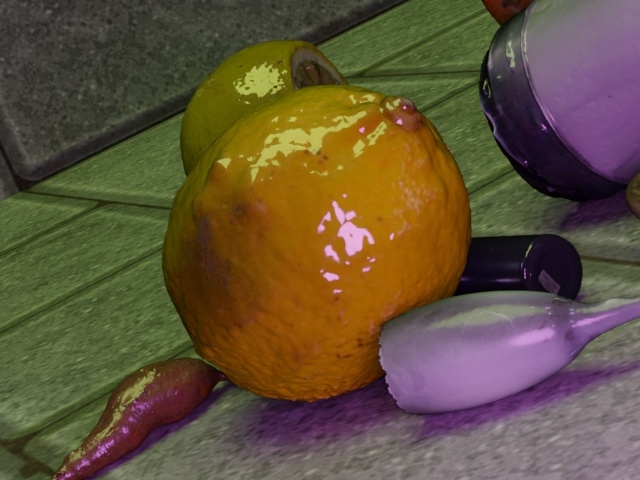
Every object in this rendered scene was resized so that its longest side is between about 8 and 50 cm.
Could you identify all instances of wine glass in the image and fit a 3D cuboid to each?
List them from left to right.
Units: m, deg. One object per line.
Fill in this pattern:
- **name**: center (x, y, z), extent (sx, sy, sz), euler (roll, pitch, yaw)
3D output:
- **wine glass**: center (0.234, 0.061, 1.464), extent (0.310, 0.096, 0.264), euler (-17, -4, 24)

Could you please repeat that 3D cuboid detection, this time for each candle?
- **candle**: center (0.334, -0.189, 1.752), extent (0.342, 0.221, 0.221), euler (-30, 6, 39)

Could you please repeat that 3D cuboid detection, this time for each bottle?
- **bottle**: center (0.137, 0.031, 1.654), extent (0.244, 0.072, 0.082), euler (-4, 40, 53)

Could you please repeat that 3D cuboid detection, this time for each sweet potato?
- **sweet potato**: center (-0.178, 0.162, 1.683), extent (0.226, 0.068, 0.068), euler (-33, 17, -32)

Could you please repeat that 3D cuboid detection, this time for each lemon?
- **lemon**: center (-0.068, -0.118, 2.205), extent (0.219, 0.240, 0.240), euler (-28, 11, 25)
- **lemon**: center (0.000, 0.000, 1.559), extent (0.268, 0.268, 0.322), euler (-35, -11, -41)

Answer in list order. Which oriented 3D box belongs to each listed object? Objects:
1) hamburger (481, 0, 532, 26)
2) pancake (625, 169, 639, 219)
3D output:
- **hamburger**: center (0.373, -0.288, 1.992), extent (0.446, 0.287, 0.268), euler (7, 46, 3)
- **pancake**: center (0.402, -0.055, 1.614), extent (0.242, 0.050, 0.242), euler (-15, 16, 4)
